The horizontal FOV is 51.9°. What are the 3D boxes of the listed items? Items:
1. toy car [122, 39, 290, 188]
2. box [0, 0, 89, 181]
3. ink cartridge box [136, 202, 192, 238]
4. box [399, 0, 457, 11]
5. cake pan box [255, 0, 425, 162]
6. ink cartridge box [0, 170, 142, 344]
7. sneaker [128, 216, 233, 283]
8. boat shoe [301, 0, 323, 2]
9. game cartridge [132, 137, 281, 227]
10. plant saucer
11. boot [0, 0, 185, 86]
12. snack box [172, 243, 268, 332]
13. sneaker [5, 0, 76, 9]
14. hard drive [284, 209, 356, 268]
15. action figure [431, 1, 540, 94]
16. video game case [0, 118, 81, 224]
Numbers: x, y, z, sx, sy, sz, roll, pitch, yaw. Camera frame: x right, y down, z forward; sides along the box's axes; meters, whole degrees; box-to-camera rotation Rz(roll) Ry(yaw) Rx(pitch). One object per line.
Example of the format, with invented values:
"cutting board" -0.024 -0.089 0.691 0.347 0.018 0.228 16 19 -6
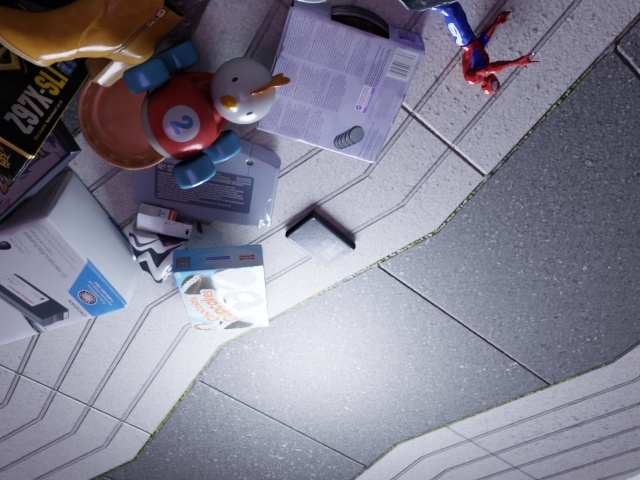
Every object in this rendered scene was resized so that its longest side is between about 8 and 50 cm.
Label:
"toy car" -0.167 -0.241 1.130 0.238 0.210 0.219 -12 115 27
"box" -0.539 -0.278 1.072 0.257 0.322 0.079 37 125 -25
"ink cartridge box" -0.329 -0.040 1.399 0.115 0.029 0.063 12 147 -11
"box" 0.142 -0.586 0.646 0.480 0.297 0.471 38 81 -26
"cake pan box" 0.030 -0.290 1.200 0.246 0.070 0.267 13 131 -10
"ink cartridge box" -0.649 0.054 1.468 0.395 0.166 0.285 -17 127 18
"sneaker" -0.318 0.037 1.489 0.235 0.094 0.153 9 138 -14
"boat shoe" -0.131 -0.491 0.986 0.367 0.156 0.136 25 109 -23
"game cartridge" -0.236 -0.132 1.361 0.297 0.062 0.198 10 127 -5
"plant saucer" -0.359 -0.236 1.250 0.200 0.037 0.200 2 109 6
"boot" -0.373 -0.370 1.058 0.211 0.104 0.295 -39 158 19
"snack box" -0.217 0.116 1.491 0.187 0.060 0.322 -4 150 -4
"sneaker" -0.409 -0.448 1.074 0.293 0.102 0.146 -6 138 11
"hard drive" 0.000 0.000 1.481 0.135 0.022 0.094 38 123 -26
"action figure" 0.269 -0.368 1.100 0.139 0.091 0.280 -16 129 27
"video game case" -0.613 -0.197 1.251 0.275 0.035 0.248 -33 90 25
